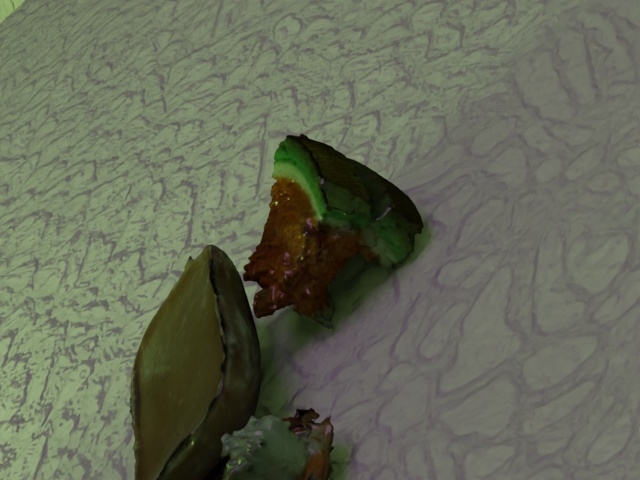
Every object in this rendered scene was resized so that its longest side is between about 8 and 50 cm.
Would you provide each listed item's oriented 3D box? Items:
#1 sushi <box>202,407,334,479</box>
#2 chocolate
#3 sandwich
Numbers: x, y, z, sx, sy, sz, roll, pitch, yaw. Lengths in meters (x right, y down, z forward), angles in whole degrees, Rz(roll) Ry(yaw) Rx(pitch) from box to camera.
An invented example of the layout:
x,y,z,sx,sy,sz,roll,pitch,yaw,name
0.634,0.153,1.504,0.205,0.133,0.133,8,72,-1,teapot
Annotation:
x,y,z,sx,sy,sz,roll,pitch,yaw,name
-0.064,0.215,1.276,0.097,0.103,0.226,20,65,43,sushi
-0.101,0.126,1.478,0.161,0.083,0.261,-52,23,24,chocolate
-0.002,-0.004,1.541,0.160,0.109,0.185,-58,26,10,sandwich
